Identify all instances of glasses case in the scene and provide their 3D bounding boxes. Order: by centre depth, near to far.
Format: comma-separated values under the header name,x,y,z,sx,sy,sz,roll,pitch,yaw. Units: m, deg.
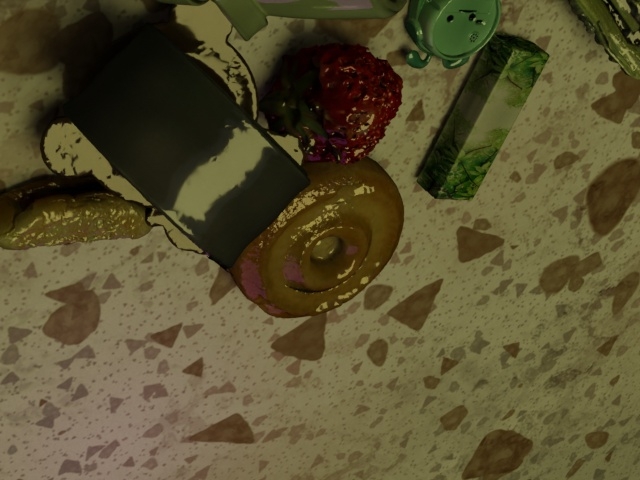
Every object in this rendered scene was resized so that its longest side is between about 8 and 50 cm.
name,x,y,z,sx,sy,sz,roll,pitch,yaw
glasses case,0.250,-0.190,2.300,0.095,0.062,0.272,1,125,-44

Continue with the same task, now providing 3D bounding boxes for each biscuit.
name,x,y,z,sx,sy,sz,roll,pitch,yaw
biscuit,0.000,0.000,2.254,0.296,0.102,0.296,-21,138,-20

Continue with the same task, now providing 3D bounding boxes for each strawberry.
name,x,y,z,sx,sy,sz,roll,pitch,yaw
strawberry,0.030,-0.191,2.056,0.201,0.184,0.187,-18,139,-38

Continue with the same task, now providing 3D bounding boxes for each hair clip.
name,x,y,z,sx,sy,sz,roll,pitch,yaw
hair clip,0.441,-0.381,2.259,0.138,0.091,0.321,-43,129,2

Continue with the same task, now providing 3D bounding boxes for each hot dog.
name,x,y,z,sx,sy,sz,roll,pitch,yaw
hot dog,-0.333,-0.043,1.978,0.242,0.084,0.073,-5,124,-33

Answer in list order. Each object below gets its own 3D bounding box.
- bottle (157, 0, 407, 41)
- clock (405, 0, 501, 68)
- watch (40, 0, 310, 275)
name,x,y,z,sx,sy,sz,roll,pitch,yaw
bottle,-0.080,-0.349,1.700,0.352,0.229,0.229,1,139,17
clock,0.199,-0.328,2.142,0.148,0.060,0.188,-7,130,-33
watch,-0.148,-0.109,1.826,0.314,0.327,0.335,-44,118,1
